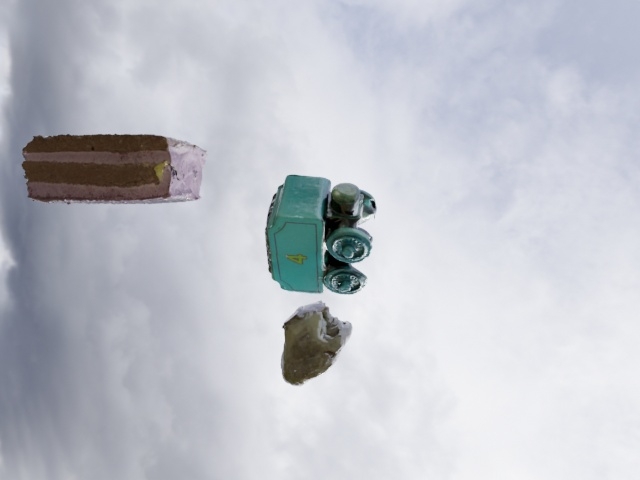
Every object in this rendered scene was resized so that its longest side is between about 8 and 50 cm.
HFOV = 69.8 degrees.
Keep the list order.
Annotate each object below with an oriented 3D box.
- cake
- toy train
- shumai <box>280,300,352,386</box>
[{"bbox_3d":[-0.344,-0.119,0.757,0.113,0.295,0.116,172,-82,-87],"label":"cake"},{"bbox_3d":[0.000,0.000,0.656,0.198,0.154,0.107,92,5,-49],"label":"toy train"},{"bbox_3d":[-0.026,0.209,0.989,0.120,0.201,0.201,50,-47,-6],"label":"shumai"}]
